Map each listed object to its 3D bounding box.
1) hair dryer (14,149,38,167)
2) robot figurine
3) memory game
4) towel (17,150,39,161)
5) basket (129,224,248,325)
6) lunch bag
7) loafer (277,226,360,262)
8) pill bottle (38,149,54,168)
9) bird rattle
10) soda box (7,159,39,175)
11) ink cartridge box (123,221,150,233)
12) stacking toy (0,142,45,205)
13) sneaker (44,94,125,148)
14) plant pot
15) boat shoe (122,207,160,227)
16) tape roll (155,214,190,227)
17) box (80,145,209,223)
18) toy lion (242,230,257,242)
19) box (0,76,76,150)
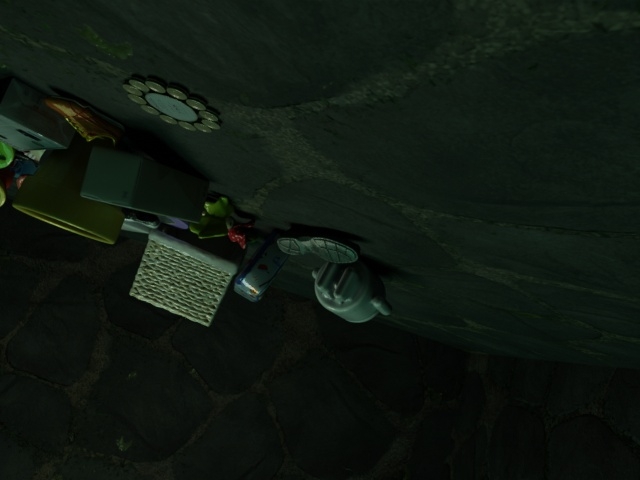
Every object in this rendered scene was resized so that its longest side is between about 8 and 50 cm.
[{"bbox_3d":[-1.015,-0.315,1.679,0.224,0.080,0.293,3,162,15],"label":"hair dryer"},{"bbox_3d":[0.107,0.172,1.934,0.300,0.199,0.353,28,175,29],"label":"robot figurine"},{"bbox_3d":[-0.269,-0.247,1.020,0.186,0.012,0.186,17,169,3],"label":"memory game"},{"bbox_3d":[-0.893,-0.259,1.850,0.197,0.029,0.144,26,167,-34],"label":"towel"},{"bbox_3d":[-0.470,0.100,2.041,0.331,0.266,0.328,22,-169,-6],"label":"basket"},{"bbox_3d":[-0.196,0.087,1.929,0.115,0.243,0.303,35,165,-5],"label":"lunch bag"},{"bbox_3d":[0.000,0.000,1.656,0.268,0.084,0.096,8,134,26],"label":"loafer"},{"bbox_3d":[-0.679,-0.181,1.588,0.117,0.117,0.215,10,155,34],"label":"pill bottle"},{"bbox_3d":[-0.318,-0.080,1.715,0.207,0.143,0.253,27,-176,16],"label":"bird rattle"},{"bbox_3d":[-1.069,-0.246,2.060,0.067,0.071,0.210,16,168,8],"label":"soda box"},{"bbox_3d":[-0.760,-0.131,1.933,0.226,0.131,0.306,8,170,31],"label":"ink cartridge box"},{"bbox_3d":[-0.893,-0.228,1.671,0.309,0.130,0.279,9,125,-8],"label":"stacking toy"},{"bbox_3d":[-0.507,-0.255,1.200,0.175,0.067,0.064,28,166,-36],"label":"sneaker"},{"bbox_3d":[-0.605,-0.145,1.420,0.254,0.238,0.254,18,168,4],"label":"plant pot"},{"bbox_3d":[-0.567,-0.080,1.731,0.142,0.049,0.040,17,150,-6],"label":"boat shoe"},{"bbox_3d":[-0.543,-0.127,1.794,0.275,0.090,0.275,17,168,4],"label":"tape roll"},{"bbox_3d":[-0.418,-0.129,1.372,0.148,0.121,0.311,14,179,16],"label":"box"},{"bbox_3d":[-0.273,-0.013,2.076,0.096,0.034,0.100,4,164,23],"label":"toy lion"},{"bbox_3d":[-0.708,-0.286,1.302,0.290,0.087,0.169,8,164,41],"label":"box"}]
